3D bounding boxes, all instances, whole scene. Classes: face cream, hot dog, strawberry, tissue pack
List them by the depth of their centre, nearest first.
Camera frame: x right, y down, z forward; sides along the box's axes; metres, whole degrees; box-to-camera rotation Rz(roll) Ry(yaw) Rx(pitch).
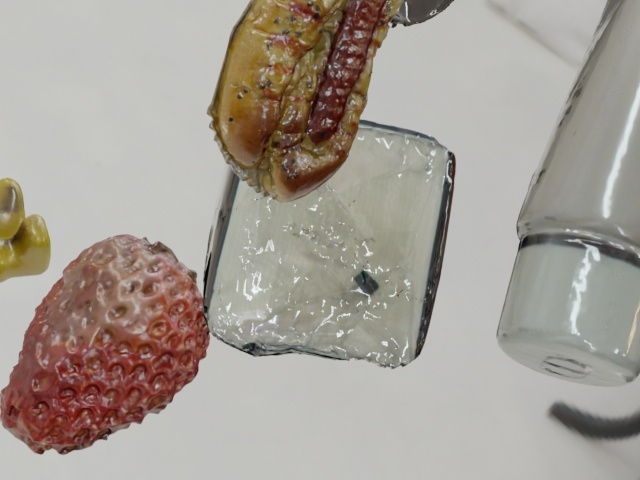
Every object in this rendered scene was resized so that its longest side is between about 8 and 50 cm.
[{"bbox_3d":[0.177,-0.075,0.834,0.089,0.143,0.314,19,74,-1],"label":"face cream"},{"bbox_3d":[-0.001,-0.151,1.077,0.131,0.252,0.069,17,10,-42],"label":"hot dog"},{"bbox_3d":[0.000,0.000,1.697,0.253,0.264,0.416,10,0,-5],"label":"tissue pack"},{"bbox_3d":[-0.313,0.137,2.049,0.265,0.149,0.336,33,68,25],"label":"strawberry"}]

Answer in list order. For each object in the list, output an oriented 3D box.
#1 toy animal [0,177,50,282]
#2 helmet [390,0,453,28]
[{"bbox_3d":[-0.256,0.023,0.755,0.230,0.156,0.156,-16,57,-18],"label":"toy animal"},{"bbox_3d":[0.076,-0.378,1.424,0.177,0.305,0.225,35,21,30],"label":"helmet"}]
